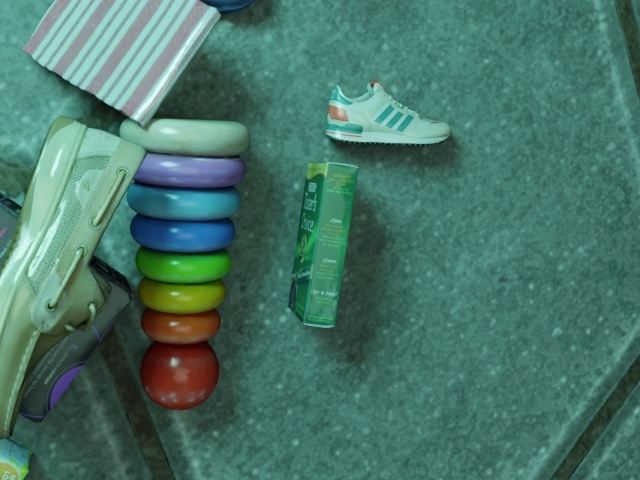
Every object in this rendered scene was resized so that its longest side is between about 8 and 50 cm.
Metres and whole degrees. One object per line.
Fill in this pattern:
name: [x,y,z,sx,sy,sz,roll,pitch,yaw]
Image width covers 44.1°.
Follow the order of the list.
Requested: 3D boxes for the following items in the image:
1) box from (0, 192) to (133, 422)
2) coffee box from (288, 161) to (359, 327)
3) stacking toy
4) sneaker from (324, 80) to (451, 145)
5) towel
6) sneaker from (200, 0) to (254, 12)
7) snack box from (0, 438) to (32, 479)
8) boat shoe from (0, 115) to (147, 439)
box: [-0.352,0.037,0.813,0.270,0.143,0.165,37,83,-16]
coffee box: [0.000,0.000,0.922,0.040,0.113,0.184,8,95,-13]
stacking toy: [-0.158,0.030,0.880,0.141,0.141,0.330,2,100,-15]
sneaker: [0.085,-0.155,0.956,0.161,0.057,0.075,0,101,-12]
towel: [-0.211,-0.216,0.830,0.197,0.029,0.144,32,86,24]
sneaker: [-0.176,-0.361,0.829,0.296,0.131,0.112,41,83,-16]
snack box: [-0.450,0.260,0.849,0.207,0.070,0.174,35,85,-17]
boat shoe: [-0.240,0.042,0.719,0.098,0.109,0.302,18,81,-17]
